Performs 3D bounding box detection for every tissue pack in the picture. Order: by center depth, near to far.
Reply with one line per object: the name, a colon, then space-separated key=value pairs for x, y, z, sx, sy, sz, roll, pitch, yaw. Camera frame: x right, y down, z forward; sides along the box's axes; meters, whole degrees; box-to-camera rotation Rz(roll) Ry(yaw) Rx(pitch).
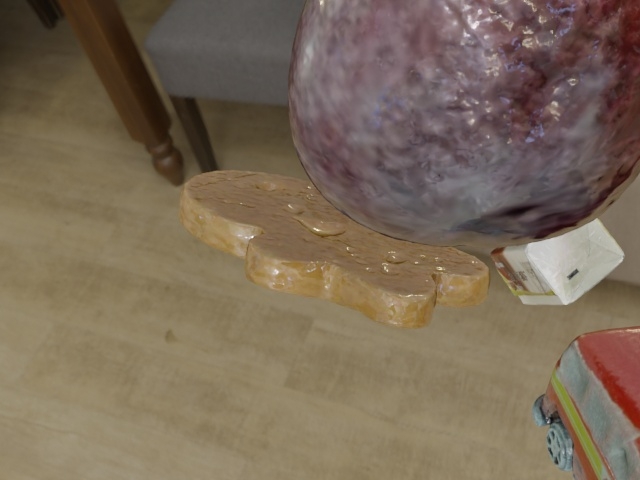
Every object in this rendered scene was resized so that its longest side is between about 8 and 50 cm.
tissue pack: x=0.305 y=0.021 z=1.162 sx=0.106 sy=0.149 sz=0.099 roll=-37 pitch=91 yaw=-8

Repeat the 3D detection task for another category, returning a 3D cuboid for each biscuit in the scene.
biscuit: x=0.000 y=0.002 z=0.950 sx=0.355 sy=0.052 sz=0.275 roll=23 pitch=23 yaw=31

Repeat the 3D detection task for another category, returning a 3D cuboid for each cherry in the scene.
cherry: x=0.099 y=-0.108 z=0.532 sx=0.231 sy=0.300 sz=0.202 roll=14 pitch=60 yaw=-1

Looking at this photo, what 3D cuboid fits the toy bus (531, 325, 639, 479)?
toy bus: x=0.253 y=0.177 z=0.618 sx=0.121 sy=0.119 sz=0.265 roll=-5 pitch=40 yaw=-8
